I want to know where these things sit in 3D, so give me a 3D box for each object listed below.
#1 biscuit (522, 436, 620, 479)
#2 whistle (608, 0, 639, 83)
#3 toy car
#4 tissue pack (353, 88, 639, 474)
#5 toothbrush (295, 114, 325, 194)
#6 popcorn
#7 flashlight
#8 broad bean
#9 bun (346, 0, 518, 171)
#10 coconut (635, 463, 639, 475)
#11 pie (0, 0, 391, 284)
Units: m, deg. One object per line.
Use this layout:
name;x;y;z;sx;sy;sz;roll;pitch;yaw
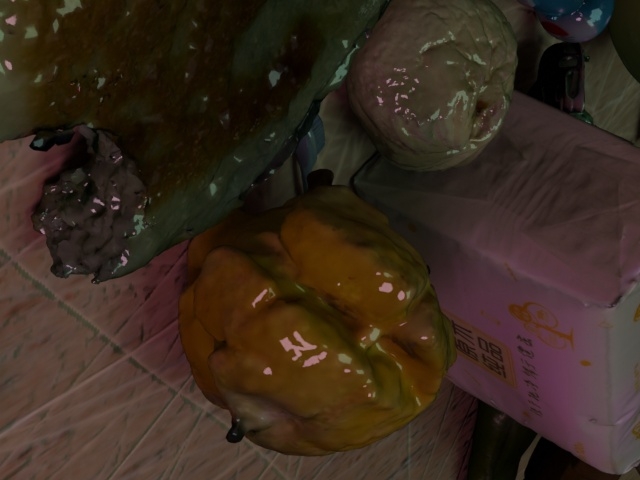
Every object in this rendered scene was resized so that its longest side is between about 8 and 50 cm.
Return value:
biscuit;0.222;0.148;1.132;0.183;0.047;0.319;-58;174;-34
whistle;0.291;-0.199;1.028;0.294;0.141;0.141;-58;158;-46
toy car;0.156;-0.074;0.963;0.142;0.055;0.069;88;5;-53
tissue pack;0.141;0.026;0.904;0.124;0.185;0.225;-49;149;-19
toothbrush;0.000;0.000;0.834;0.019;0.013;0.193;-51;151;-34
popcorn;-0.001;0.043;0.742;0.167;0.148;0.152;91;17;-58
flashlight;0.144;-0.164;0.879;0.051;0.051;0.129;-60;146;1
broad bean;0.158;0.154;1.194;0.318;0.056;0.098;93;18;-53
bun;0.069;-0.090;0.792;0.115;0.069;0.115;-29;131;-39
coconut;0.477;0.132;1.336;0.360;0.346;0.346;15;107;-21
pie;-0.048;-0.122;0.589;0.302;0.067;0.302;-39;146;-33
